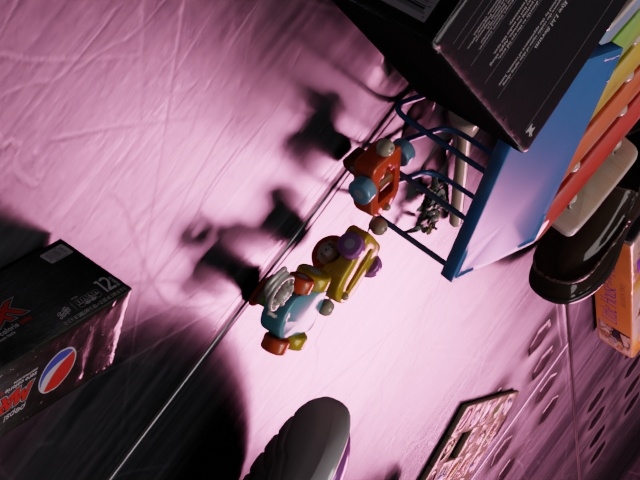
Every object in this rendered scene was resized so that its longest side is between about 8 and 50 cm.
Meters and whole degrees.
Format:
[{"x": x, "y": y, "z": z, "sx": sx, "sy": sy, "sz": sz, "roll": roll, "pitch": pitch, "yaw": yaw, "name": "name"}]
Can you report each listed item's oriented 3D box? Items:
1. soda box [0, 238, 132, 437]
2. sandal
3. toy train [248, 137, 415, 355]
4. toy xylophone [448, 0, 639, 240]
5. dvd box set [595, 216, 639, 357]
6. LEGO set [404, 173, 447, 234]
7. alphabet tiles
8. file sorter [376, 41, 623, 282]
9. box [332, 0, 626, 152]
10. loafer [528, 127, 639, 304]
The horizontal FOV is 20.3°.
[{"x": -0.171, "y": 0.063, "z": 0.892, "sx": 0.169, "sy": 0.053, "sz": 0.060, "roll": -33, "pitch": 150, "yaw": -49, "name": "soda box"}, {"x": -0.047, "y": 0.293, "z": 1.393, "sx": 0.169, "sy": 0.102, "sz": 0.416, "roll": -89, "pitch": -157, "yaw": -61, "name": "sandal"}, {"x": 0.000, "y": 0.000, "z": 1.225, "sx": 0.166, "sy": 0.046, "sz": 0.125, "roll": -46, "pitch": 152, "yaw": -30, "name": "toy train"}, {"x": 0.200, "y": -0.114, "z": 1.465, "sx": 0.236, "sy": 0.081, "sz": 0.323, "roll": -51, "pitch": 159, "yaw": -15, "name": "toy xylophone"}, {"x": 0.434, "y": -0.053, "z": 2.150, "sx": 0.308, "sy": 0.062, "sz": 0.420, "roll": -54, "pitch": 160, "yaw": -11, "name": "dvd box set"}, {"x": 0.093, "y": -0.025, "z": 1.430, "sx": 0.054, "sy": 0.023, "sz": 0.083, "roll": -61, "pitch": 160, "yaw": 10, "name": "LEGO set"}, {"x": 0.139, "y": 0.278, "z": 2.034, "sx": 0.237, "sy": 0.009, "sz": 0.198, "roll": -61, "pitch": 161, "yaw": 12, "name": "alphabet tiles"}, {"x": 0.115, "y": -0.080, "z": 1.272, "sx": 0.118, "sy": 0.104, "sz": 0.170, "roll": -23, "pitch": 142, "yaw": -51, "name": "file sorter"}, {"x": 0.135, "y": -0.211, "z": 1.096, "sx": 0.261, "sy": 0.103, "sz": 0.184, "roll": -56, "pitch": 149, "yaw": -2, "name": "box"}, {"x": 0.277, "y": -0.033, "z": 1.800, "sx": 0.220, "sy": 0.080, "sz": 0.078, "roll": -55, "pitch": 151, "yaw": -22, "name": "loafer"}]
